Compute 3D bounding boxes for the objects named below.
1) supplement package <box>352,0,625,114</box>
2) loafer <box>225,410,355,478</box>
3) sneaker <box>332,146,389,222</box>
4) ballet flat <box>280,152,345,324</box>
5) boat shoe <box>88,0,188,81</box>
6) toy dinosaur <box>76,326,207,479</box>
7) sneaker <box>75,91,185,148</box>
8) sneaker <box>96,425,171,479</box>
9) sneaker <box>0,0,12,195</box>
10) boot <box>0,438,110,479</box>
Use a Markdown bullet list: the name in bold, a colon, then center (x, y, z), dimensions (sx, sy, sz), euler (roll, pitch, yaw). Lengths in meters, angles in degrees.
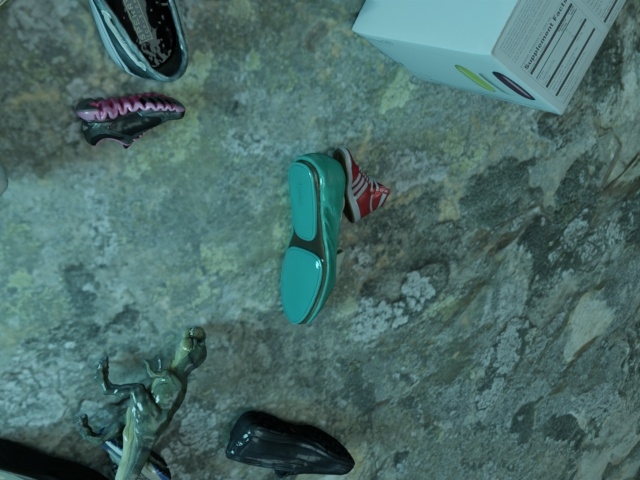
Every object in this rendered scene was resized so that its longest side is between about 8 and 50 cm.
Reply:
- **supplement package**: center (0.201, -0.293, 0.821), dimensions (0.145, 0.262, 0.204), euler (25, 96, -36)
- **loafer**: center (-0.044, 0.323, 1.049), dimensions (0.223, 0.076, 0.078), euler (26, 100, -32)
- **sneaker**: center (0.058, -0.086, 0.956), dimensions (0.067, 0.042, 0.118), euler (-26, 129, -16)
- **ballet flat**: center (0.000, 0.000, 0.937), dimensions (0.087, 0.083, 0.247), euler (-18, 121, -41)
- **boat shoe**: center (-0.210, -0.297, 0.662), dimensions (0.113, 0.105, 0.306), euler (-26, 121, -21)
- **toy dinosaur**: center (-0.236, 0.218, 0.860), dimensions (0.118, 0.064, 0.268), euler (21, 73, 0)
- **sneaker**: center (-0.211, -0.132, 0.773), dimensions (0.119, 0.047, 0.057), euler (-9, 121, -21)
- **sneaker**: center (-0.260, 0.302, 0.918), dimensions (0.058, 0.052, 0.135), euler (-39, 123, -4)
- **sneaker**: center (-0.333, -0.180, 0.634), dimensions (0.169, 0.108, 0.292), euler (-31, 122, -14)
- **boot**: center (-0.365, 0.360, 0.849), dimensions (0.236, 0.085, 0.178), euler (33, 92, -24)
